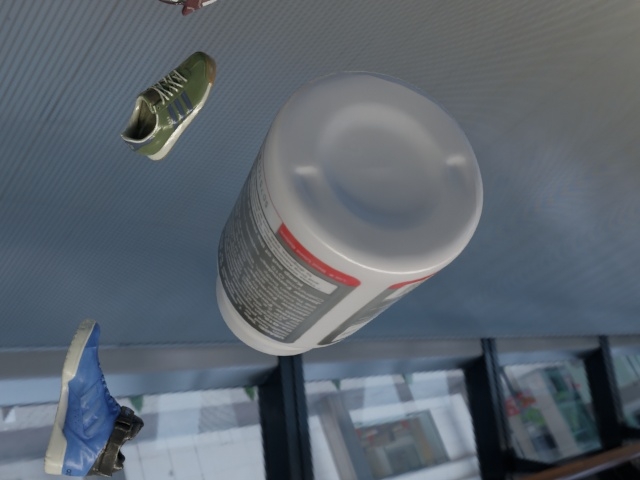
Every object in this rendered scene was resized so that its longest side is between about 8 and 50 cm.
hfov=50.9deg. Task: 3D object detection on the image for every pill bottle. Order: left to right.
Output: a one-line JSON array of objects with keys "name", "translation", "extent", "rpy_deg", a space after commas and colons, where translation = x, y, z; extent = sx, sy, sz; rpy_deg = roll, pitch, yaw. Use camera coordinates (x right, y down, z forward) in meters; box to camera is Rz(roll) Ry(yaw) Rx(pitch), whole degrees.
[{"name": "pill bottle", "translation": [0.000, 0.000, 0.577], "extent": [0.161, 0.161, 0.283], "rpy_deg": [-10, 162, -23]}]

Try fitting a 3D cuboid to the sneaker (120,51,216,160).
[{"name": "sneaker", "translation": [-0.239, -0.215, 1.041], "extent": [0.192, 0.064, 0.086], "rpy_deg": [-56, 153, 9]}]

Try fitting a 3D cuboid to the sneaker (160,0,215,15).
[{"name": "sneaker", "translation": [-0.299, -0.552, 1.266], "extent": [0.163, 0.106, 0.281], "rpy_deg": [-32, 118, 3]}]

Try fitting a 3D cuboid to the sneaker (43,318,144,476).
[{"name": "sneaker", "translation": [-0.214, 0.157, 0.665], "extent": [0.085, 0.152, 0.058], "rpy_deg": [11, 172, -12]}]
